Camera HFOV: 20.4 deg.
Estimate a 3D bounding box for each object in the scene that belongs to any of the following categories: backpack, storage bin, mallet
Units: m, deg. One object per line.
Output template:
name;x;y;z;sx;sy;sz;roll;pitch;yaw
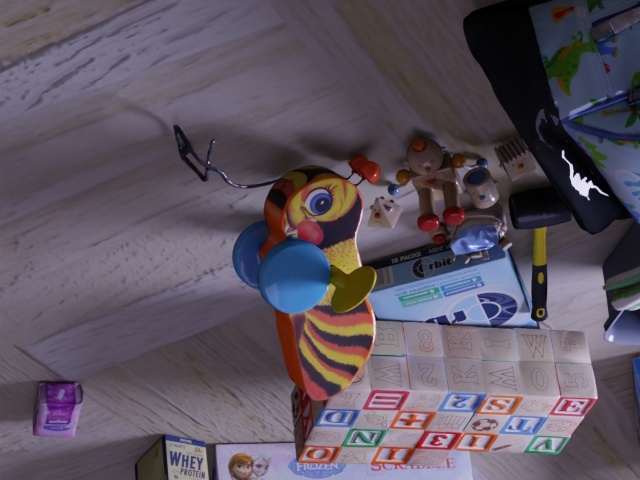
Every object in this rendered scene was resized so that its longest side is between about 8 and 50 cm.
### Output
backpack;0.346;-0.140;1.497;0.355;0.273;0.290;-30;148;9
storage bin;0.353;0.037;1.863;0.098;0.091;0.135;5;144;-17
mallet;0.236;0.015;1.838;0.062;0.039;0.190;-14;137;3

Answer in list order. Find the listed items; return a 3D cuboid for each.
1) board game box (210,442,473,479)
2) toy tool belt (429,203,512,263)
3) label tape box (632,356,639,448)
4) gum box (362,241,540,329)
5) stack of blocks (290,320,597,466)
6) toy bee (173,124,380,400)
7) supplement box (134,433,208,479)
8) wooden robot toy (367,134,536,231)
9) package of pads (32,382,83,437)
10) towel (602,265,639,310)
board game box;0.010;0.361;2.287;0.318;0.066;0.318;-1;145;-9
toy tool belt;0.152;-0.002;1.805;0.083;0.051;0.052;-17;144;15
label tape box;0.511;0.243;2.174;0.240;0.106;0.334;-10;146;6
gum box;0.142;0.068;1.914;0.157;0.041;0.184;-15;146;11
stack of blocks;0.131;0.172;1.949;0.297;0.087;0.171;3;146;-14
toy bee;0.000;0.000;1.691;0.162;0.195;0.298;-29;135;-11
supplement box;-0.179;0.292;2.139;0.056;0.083;0.083;14;139;-29
wooden robot toy;0.114;-0.064;1.699;0.173;0.076;0.079;-17;133;13
package of pads;-0.299;0.194;2.024;0.050;0.032;0.083;1;145;-16
towel;0.451;-0.014;1.692;0.324;0.038;0.248;-16;171;-43
